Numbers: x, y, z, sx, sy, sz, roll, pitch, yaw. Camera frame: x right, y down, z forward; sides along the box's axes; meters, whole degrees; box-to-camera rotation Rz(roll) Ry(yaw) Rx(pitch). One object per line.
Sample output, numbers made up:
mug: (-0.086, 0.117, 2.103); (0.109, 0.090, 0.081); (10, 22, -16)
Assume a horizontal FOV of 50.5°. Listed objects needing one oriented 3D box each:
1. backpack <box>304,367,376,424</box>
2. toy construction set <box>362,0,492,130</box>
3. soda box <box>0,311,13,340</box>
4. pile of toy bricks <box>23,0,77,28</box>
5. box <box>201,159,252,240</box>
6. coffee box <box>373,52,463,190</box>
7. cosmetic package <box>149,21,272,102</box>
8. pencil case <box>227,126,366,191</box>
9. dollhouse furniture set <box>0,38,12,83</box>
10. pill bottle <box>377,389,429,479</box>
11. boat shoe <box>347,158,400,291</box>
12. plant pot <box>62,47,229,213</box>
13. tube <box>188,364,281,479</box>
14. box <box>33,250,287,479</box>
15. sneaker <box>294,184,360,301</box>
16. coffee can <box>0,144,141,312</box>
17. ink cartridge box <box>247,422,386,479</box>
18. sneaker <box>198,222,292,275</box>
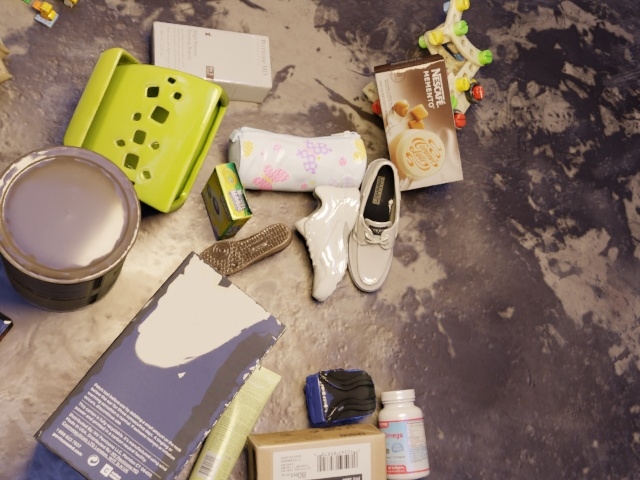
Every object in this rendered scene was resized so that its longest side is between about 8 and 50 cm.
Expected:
backpack: (0.036, 0.284, 1.256); (0.120, 0.101, 0.098); (-2, 78, -26)
toy construction set: (0.252, -0.360, 1.487); (0.328, 0.151, 0.215); (-45, 118, -18)
soda box: (-0.563, 0.184, 1.073); (0.053, 0.060, 0.169); (36, 66, -10)
pile of toy bricks: (-0.558, -0.481, 1.229); (0.212, 0.105, 0.118); (27, 68, -12)
box: (-0.169, -0.071, 1.229); (0.043, 0.179, 0.105); (-15, 81, -24)
coffee box: (0.199, -0.239, 1.377); (0.141, 0.098, 0.247); (-10, 112, 8)
cosmetic package: (-0.217, -0.349, 1.339); (0.231, 0.085, 0.118); (0, 76, -20)
pencil case: (-0.046, -0.156, 1.329); (0.273, 0.124, 0.113); (-1, 40, -20)
dollhouse furniture set: (-0.637, -0.319, 1.183); (0.160, 0.101, 0.182); (-28, 87, -1)
pill bottle: (0.155, 0.367, 1.287); (0.087, 0.087, 0.160); (-1, 76, -21)
boat shoe: (0.111, -0.027, 1.336); (0.096, 0.088, 0.268); (12, 94, -3)
plant pot: (-0.297, -0.194, 1.163); (0.207, 0.227, 0.228); (25, 94, -6)
tube: (-0.154, 0.328, 1.199); (0.070, 0.062, 0.240); (55, 50, -47)
box: (-0.251, 0.220, 1.030); (0.179, 0.343, 0.312); (41, 65, -6)
sneaker: (0.000, 0.000, 1.319); (0.115, 0.090, 0.232); (12, 87, -9)
coffee can: (-0.401, -0.005, 1.068); (0.201, 0.275, 0.202); (6, 74, -20)
ink cartridge box: (-0.005, 0.430, 1.178); (0.234, 0.088, 0.193); (-1, 89, -17)
sneaker: (-0.139, 0.027, 1.282); (0.188, 0.071, 0.066); (-20, 74, -2)
